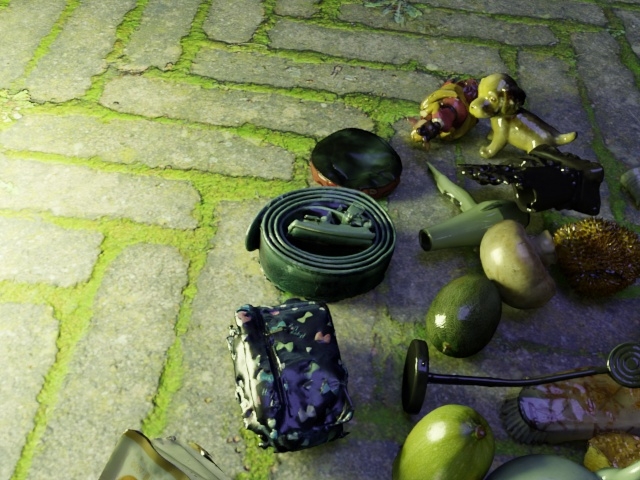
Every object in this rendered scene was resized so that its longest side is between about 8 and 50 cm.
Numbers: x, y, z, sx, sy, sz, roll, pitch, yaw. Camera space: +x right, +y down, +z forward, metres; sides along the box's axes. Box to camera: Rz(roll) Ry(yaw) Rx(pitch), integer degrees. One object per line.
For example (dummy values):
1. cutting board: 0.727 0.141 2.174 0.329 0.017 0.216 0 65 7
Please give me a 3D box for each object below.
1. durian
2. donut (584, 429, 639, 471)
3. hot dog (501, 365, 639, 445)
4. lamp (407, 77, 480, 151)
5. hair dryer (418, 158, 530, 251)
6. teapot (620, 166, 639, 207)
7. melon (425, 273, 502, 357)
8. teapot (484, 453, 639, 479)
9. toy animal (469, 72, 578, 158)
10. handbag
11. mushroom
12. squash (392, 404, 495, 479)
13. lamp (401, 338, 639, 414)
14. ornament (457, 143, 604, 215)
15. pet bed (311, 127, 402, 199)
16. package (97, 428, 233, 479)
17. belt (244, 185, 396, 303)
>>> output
1. durian: 0.506 0.030 1.275 0.158 0.137 0.168 -13 37 9
2. donut: 0.446 0.363 0.988 0.146 0.078 0.181 9 42 0
3. hot dog: 0.407 0.260 1.089 0.253 0.069 0.131 -1 56 -4
4. lamp: 0.267 -0.266 1.543 0.118 0.118 0.253 33 54 22
5. hair dryer: 0.239 -0.057 1.360 0.229 0.092 0.267 -27 46 -37
6. teapot: 0.676 -0.106 1.482 0.067 0.057 0.083 20 45 -30
7. melon: 0.236 0.127 1.159 0.114 0.114 0.167 25 50 16
8. teapot: 0.284 0.368 0.881 0.294 0.129 0.193 -35 68 -3
9. toy animal: 0.412 -0.241 1.502 0.233 0.168 0.121 39 52 10
10. handbag: -0.050 0.197 1.058 0.162 0.113 0.260 -2 45 -18
11. mushroom: 0.350 0.041 1.222 0.127 0.166 0.166 -22 44 18
12. squash: 0.172 0.291 0.951 0.123 0.186 0.123 6 51 -8
13. lamp: 0.294 0.196 1.025 0.371 0.108 0.130 -1 65 18
14. ornament: 0.365 -0.117 1.329 0.260 0.106 0.251 0 17 -14
15. pet bed: 0.074 -0.158 1.451 0.201 0.053 0.201 4 45 -4
16. package: -0.129 0.388 0.863 0.311 0.221 0.165 32 11 24
17. belt: 0.000 0.000 1.247 0.267 0.116 0.206 -2 51 -13
